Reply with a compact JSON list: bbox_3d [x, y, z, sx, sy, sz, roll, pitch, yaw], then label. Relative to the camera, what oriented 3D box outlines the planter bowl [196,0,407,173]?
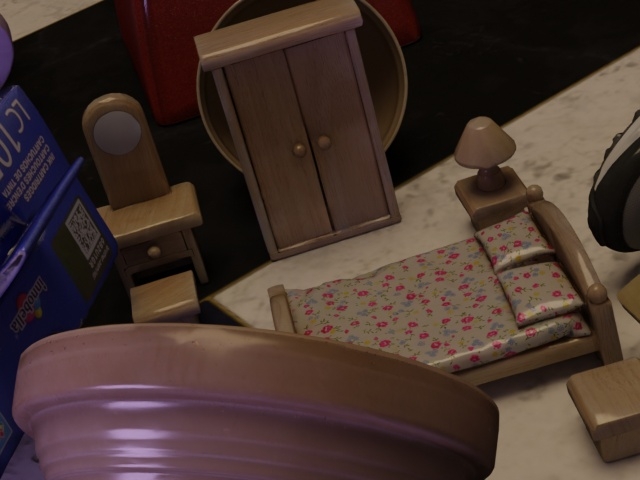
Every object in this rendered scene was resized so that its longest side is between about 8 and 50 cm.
[{"bbox_3d":[-0.016,-0.122,1.042,0.162,0.162,0.109,-17,5,-1],"label":"planter bowl"}]

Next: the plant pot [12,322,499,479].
[{"bbox_3d":[-0.035,0.125,0.626,0.237,0.237,0.109,-2,67,21],"label":"plant pot"}]

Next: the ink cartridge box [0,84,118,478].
[{"bbox_3d":[-0.304,0.060,0.801,0.396,0.151,0.270,-15,30,21],"label":"ink cartridge box"}]

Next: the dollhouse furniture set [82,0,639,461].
[{"bbox_3d":[0.000,0.000,0.804,0.303,0.173,0.355,-17,31,-2],"label":"dollhouse furniture set"}]

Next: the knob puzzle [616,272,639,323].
[{"bbox_3d":[0.291,0.041,0.702,0.213,0.030,0.213,-11,59,20],"label":"knob puzzle"}]

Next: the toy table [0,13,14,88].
[{"bbox_3d":[-0.450,-0.208,1.293,0.274,0.252,0.160,-9,46,-12],"label":"toy table"}]

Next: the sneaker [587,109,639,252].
[{"bbox_3d":[0.295,-0.053,0.793,0.272,0.100,0.108,-19,38,2],"label":"sneaker"}]

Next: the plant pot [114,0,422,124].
[{"bbox_3d":[-0.087,-0.303,1.263,0.267,0.235,0.267,-20,31,-6],"label":"plant pot"}]
